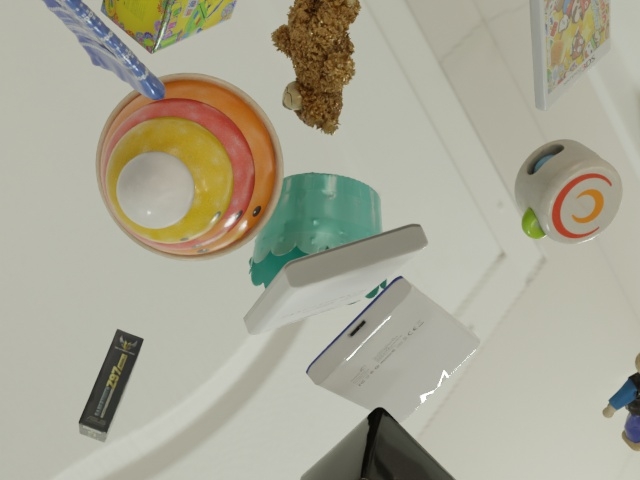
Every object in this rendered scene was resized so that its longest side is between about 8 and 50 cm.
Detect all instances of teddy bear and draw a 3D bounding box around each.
[{"bbox_3d":[-0.014,-0.368,2.017,0.113,0.245,0.338,-25,154,-34],"label":"teddy bear"}]

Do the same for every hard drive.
[{"bbox_3d":[0.128,0.188,1.704,0.210,0.319,0.040,-46,-124,5],"label":"hard drive"},{"bbox_3d":[0.013,0.070,1.724,0.233,0.047,0.353,-17,169,-18],"label":"hard drive"}]

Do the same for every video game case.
[{"bbox_3d":[0.405,-0.354,1.674,0.026,0.227,0.206,24,-127,36],"label":"video game case"}]

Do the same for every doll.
[{"bbox_3d":[0.444,0.217,1.419,0.129,0.189,0.046,-15,-135,-2],"label":"doll"}]

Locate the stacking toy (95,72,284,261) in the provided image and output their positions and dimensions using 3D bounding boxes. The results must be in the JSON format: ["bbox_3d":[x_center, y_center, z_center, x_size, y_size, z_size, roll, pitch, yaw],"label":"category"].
[{"bbox_3d":[-0.253,-0.097,1.740,0.350,0.350,0.480,-29,-172,8],"label":"stacking toy"}]

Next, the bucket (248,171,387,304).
[{"bbox_3d":[0.000,0.000,2.087,0.281,0.281,0.183,-17,-123,38],"label":"bucket"}]

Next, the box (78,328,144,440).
[{"bbox_3d":[-0.393,0.275,1.950,0.232,0.059,0.183,133,-21,-71],"label":"box"}]

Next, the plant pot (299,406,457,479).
[{"bbox_3d":[0.077,0.392,1.529,0.187,0.188,0.167,-45,180,16],"label":"plant pot"}]

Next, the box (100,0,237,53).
[{"bbox_3d":[-0.310,-0.616,2.334,0.279,0.177,0.290,-36,161,-43],"label":"box"}]

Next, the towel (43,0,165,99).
[{"bbox_3d":[-0.355,-0.321,1.374,0.040,0.336,0.243,-48,-142,-4],"label":"towel"}]

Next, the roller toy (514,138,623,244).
[{"bbox_3d":[0.502,-0.102,2.122,0.209,0.191,0.146,1,-153,-22],"label":"roller toy"}]
